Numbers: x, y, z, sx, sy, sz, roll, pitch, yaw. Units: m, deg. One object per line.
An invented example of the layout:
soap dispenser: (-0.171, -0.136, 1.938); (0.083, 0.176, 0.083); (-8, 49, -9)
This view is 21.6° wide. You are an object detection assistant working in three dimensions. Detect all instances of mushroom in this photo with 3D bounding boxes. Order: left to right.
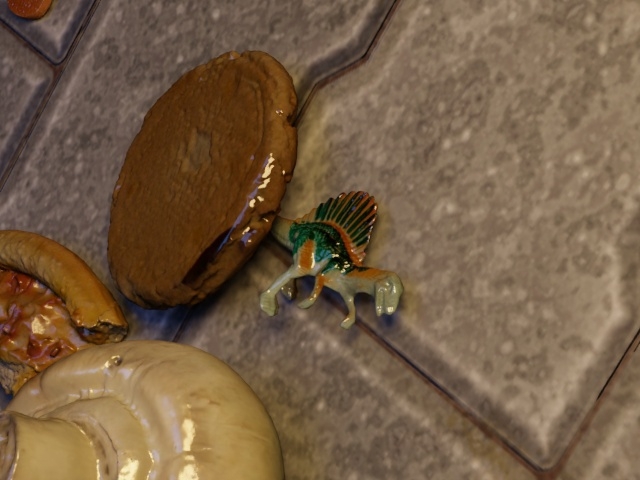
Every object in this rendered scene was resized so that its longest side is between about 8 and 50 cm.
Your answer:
mushroom: (-0.160, 0.189, 1.194); (0.254, 0.234, 0.260); (29, 97, 40)

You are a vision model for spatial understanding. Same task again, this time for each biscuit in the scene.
biscuit: (-0.261, -0.250, 1.571); (0.078, 0.015, 0.091); (22, 93, 42)
biscuit: (-0.093, -0.048, 1.321); (0.226, 0.042, 0.226); (-30, 48, 40)

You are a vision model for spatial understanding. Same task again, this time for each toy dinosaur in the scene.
toy dinosaur: (0.002, 0.001, 1.241); (0.106, 0.044, 0.187); (-37, 37, 22)

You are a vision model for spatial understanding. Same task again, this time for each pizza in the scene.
pizza: (-0.263, 0.057, 1.451); (0.271, 0.056, 0.134); (27, 88, 44)
